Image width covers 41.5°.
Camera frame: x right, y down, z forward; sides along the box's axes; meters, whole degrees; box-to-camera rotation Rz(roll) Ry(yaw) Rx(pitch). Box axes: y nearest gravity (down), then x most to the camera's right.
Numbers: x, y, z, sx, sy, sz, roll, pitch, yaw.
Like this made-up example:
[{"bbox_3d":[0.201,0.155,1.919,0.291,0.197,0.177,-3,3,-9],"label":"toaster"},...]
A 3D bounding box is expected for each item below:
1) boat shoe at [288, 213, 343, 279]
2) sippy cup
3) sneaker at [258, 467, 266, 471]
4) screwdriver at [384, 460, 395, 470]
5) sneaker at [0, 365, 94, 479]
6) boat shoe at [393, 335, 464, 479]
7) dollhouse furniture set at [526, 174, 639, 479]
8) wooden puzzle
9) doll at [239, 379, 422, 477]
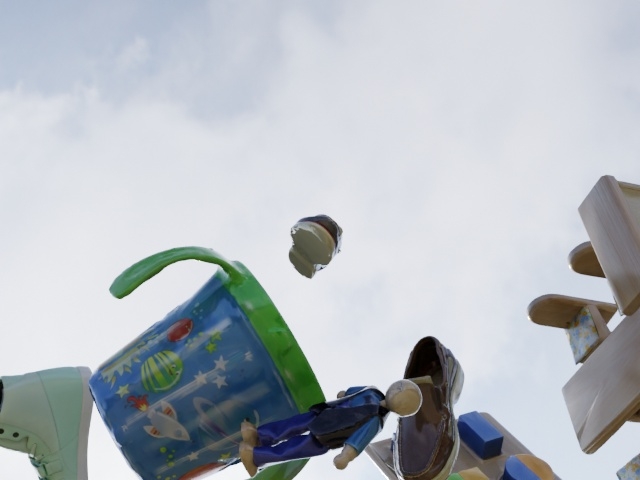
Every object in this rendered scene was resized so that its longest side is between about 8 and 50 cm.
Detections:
[{"bbox_3d":[0.000,0.000,0.791,0.043,0.049,0.137,-42,-7,-16],"label":"boat shoe"},{"bbox_3d":[-0.140,0.175,0.997,0.224,0.305,0.240,-29,-11,-13],"label":"sippy cup"},{"bbox_3d":[-0.088,0.347,1.307,0.032,0.083,0.037,1,-88,22],"label":"sneaker"},{"bbox_3d":[0.161,0.425,1.461,0.170,0.024,0.025,37,-106,-30],"label":"screwdriver"},{"bbox_3d":[-0.407,0.304,1.182,0.151,0.094,0.256,4,-90,-33],"label":"sneaker"},{"bbox_3d":[0.140,0.233,1.184,0.095,0.257,0.095,-17,-64,22],"label":"boat shoe"},{"bbox_3d":[0.411,0.132,1.130,0.256,0.362,0.394,9,-46,-16],"label":"dollhouse furniture set"},{"bbox_3d":[0.298,0.437,1.624,0.348,0.322,0.080,-4,-65,-28],"label":"wooden puzzle"},{"bbox_3d":[0.013,0.188,0.852,0.189,0.129,0.046,-20,-71,5],"label":"doll"}]
